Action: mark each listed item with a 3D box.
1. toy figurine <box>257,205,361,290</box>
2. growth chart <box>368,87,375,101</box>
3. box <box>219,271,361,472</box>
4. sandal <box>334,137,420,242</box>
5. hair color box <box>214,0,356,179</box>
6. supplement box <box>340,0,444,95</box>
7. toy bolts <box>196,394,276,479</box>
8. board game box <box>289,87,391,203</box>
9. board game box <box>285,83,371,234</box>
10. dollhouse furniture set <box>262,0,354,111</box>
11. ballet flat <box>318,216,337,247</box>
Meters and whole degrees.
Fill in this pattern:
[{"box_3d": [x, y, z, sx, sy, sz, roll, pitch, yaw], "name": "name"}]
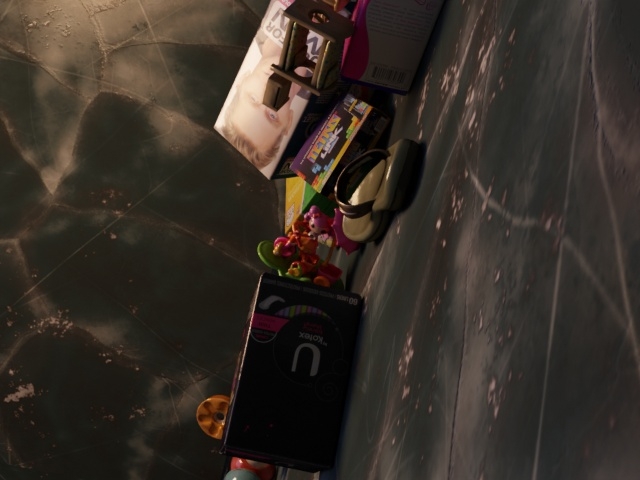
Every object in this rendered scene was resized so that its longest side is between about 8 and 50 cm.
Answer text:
[{"box_3d": [0.000, 0.000, 1.725, 0.159, 0.173, 0.130, -58, -2, 33], "name": "toy figurine"}, {"box_3d": [0.111, -0.332, 1.952, 0.237, 0.021, 0.172, 124, 159, -74], "name": "growth chart"}, {"box_3d": [-0.048, 0.207, 1.573, 0.143, 0.165, 0.270, 120, 161, -72], "name": "box"}, {"box_3d": [0.069, -0.082, 1.466, 0.303, 0.086, 0.120, 121, 161, -73], "name": "sandal"}, {"box_3d": [-0.044, -0.298, 1.831, 0.105, 0.174, 0.347, -12, -43, -50], "name": "hair color box"}, {"box_3d": [0.110, -0.340, 1.517, 0.220, 0.111, 0.114, 111, 170, -52], "name": "supplement box"}, {"box_3d": [-0.177, 0.455, 2.129, 0.158, 0.218, 0.229, -58, -22, -64], "name": "toy bolts"}, {"box_3d": [0.031, -0.165, 1.748, 0.170, 0.048, 0.141, -58, 33, 6], "name": "board game box"}, {"box_3d": [0.011, -0.192, 1.962, 0.242, 0.064, 0.317, -51, 30, 45], "name": "board game box"}, {"box_3d": [0.008, -0.294, 1.574, 0.161, 0.101, 0.182, -51, -14, -41], "name": "dollhouse furniture set"}, {"box_3d": [0.001, -0.037, 2.071, 0.221, 0.079, 0.077, -102, 26, -76], "name": "ballet flat"}]
